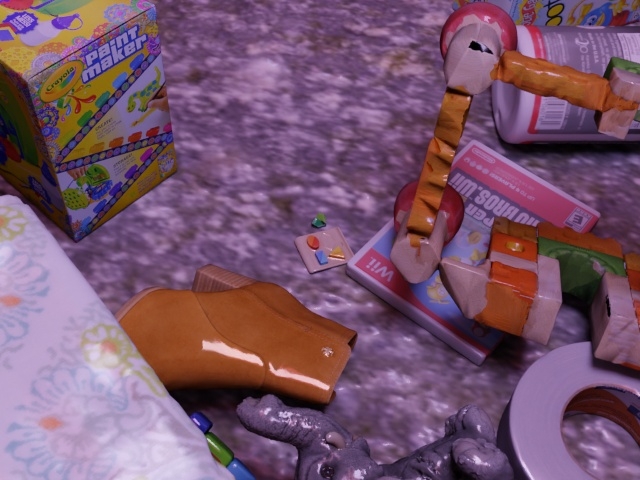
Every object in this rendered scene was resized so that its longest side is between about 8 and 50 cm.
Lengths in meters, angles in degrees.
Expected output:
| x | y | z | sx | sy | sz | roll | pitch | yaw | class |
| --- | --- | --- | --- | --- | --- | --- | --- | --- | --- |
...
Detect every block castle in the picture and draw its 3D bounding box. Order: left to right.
| x | y | z | sx | sy | sz | roll | pitch | yaw | class |
| --- | --- | --- | --- | --- | --- | --- | --- | --- | --- |
| 0.318 | -0.055 | 0.925 | 0.454 | 0.303 | 0.213 | 16 | 26 | 6 | block castle |

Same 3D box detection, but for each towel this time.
| x | y | z | sx | sy | sz | roll | pitch | yaw | class |
| --- | --- | --- | --- | --- | --- | --- | --- | --- | --- |
| -0.287 | 0.158 | 0.669 | 0.321 | 0.090 | 0.374 | -30 | 69 | -30 | towel |

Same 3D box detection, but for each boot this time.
| x | y | z | sx | sy | sz | roll | pitch | yaw | class |
| --- | --- | --- | --- | --- | --- | --- | --- | --- | --- |
| -0.087 | 0.122 | 0.879 | 0.211 | 0.104 | 0.295 | 23 | 28 | 15 | boot |

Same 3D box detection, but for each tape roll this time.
| x | y | z | sx | sy | sz | roll | pitch | yaw | class |
| --- | --- | --- | --- | --- | --- | --- | --- | --- | --- |
| 0.301 | 0.218 | 0.900 | 0.219 | 0.072 | 0.219 | 2 | 52 | -3 | tape roll |

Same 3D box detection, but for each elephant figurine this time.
| x | y | z | sx | sy | sz | roll | pitch | yaw | class |
| --- | --- | --- | --- | --- | --- | --- | --- | --- | --- |
| 0.052 | 0.250 | 0.815 | 0.240 | 0.169 | 0.186 | -6 | 35 | -13 | elephant figurine |

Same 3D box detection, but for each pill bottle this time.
| x | y | z | sx | sy | sz | roll | pitch | yaw | class |
| --- | --- | --- | --- | --- | --- | --- | --- | --- | --- |
| 0.393 | -0.214 | 1.174 | 0.283 | 0.161 | 0.161 | -1 | 53 | -4 | pill bottle |

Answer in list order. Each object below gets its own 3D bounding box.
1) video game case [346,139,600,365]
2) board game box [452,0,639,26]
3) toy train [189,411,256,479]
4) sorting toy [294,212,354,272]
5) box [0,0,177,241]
| x | y | z | sx | sy | sz | roll | pitch | yaw | class |
| --- | --- | --- | --- | --- | --- | --- | --- | --- | --- |
| 0.198 | 0.003 | 1.085 | 0.204 | 0.025 | 0.285 | 35 | 59 | 21 | video game case |
| 0.371 | -0.409 | 1.330 | 0.275 | 0.142 | 0.144 | -18 | 56 | -16 | board game box |
| -0.160 | 0.297 | 0.812 | 0.143 | 0.105 | 0.248 | 42 | 80 | 5 | toy train |
| 0.000 | 0.000 | 1.082 | 0.062 | 0.012 | 0.083 | -17 | 56 | -15 | sorting toy |
| -0.347 | -0.207 | 1.052 | 0.290 | 0.279 | 0.177 | 37 | 59 | 22 | box |
